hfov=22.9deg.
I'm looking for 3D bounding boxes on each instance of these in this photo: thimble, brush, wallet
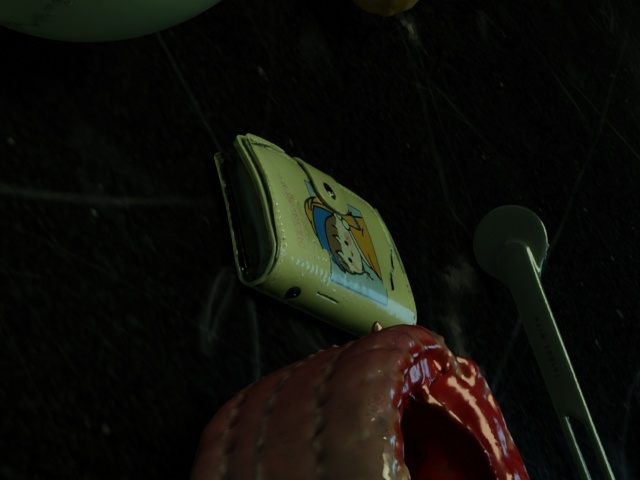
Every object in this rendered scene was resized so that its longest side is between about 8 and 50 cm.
[{"bbox_3d":[0.023,0.140,0.768,0.163,0.125,0.189,53,24,-19],"label":"thimble"},{"bbox_3d":[0.184,0.097,1.234,0.027,0.062,0.266,20,50,-64],"label":"brush"},{"bbox_3d":[0.000,0.000,0.994,0.155,0.039,0.110,28,39,-51],"label":"wallet"}]

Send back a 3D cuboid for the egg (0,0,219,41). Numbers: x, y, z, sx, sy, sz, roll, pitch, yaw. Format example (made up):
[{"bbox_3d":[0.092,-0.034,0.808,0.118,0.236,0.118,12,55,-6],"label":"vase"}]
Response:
[{"bbox_3d":[-0.114,-0.203,0.807,0.203,0.203,0.282,55,24,-8],"label":"egg"}]

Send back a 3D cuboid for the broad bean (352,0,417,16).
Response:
[{"bbox_3d":[0.024,-0.286,1.282,0.156,0.122,0.228,28,34,-53],"label":"broad bean"}]
